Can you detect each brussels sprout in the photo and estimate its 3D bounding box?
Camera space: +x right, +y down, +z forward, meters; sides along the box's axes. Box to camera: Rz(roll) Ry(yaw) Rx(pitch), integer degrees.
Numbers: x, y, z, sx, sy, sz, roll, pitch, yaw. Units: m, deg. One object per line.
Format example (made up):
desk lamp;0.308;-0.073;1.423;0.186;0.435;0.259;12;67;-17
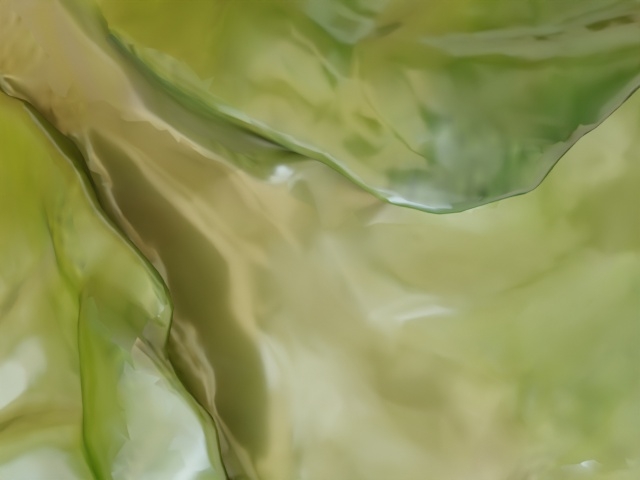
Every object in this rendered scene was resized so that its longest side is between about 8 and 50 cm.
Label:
brussels sprout;0.001;-0.002;0.529;0.259;0.294;0.227;-57;-176;11
